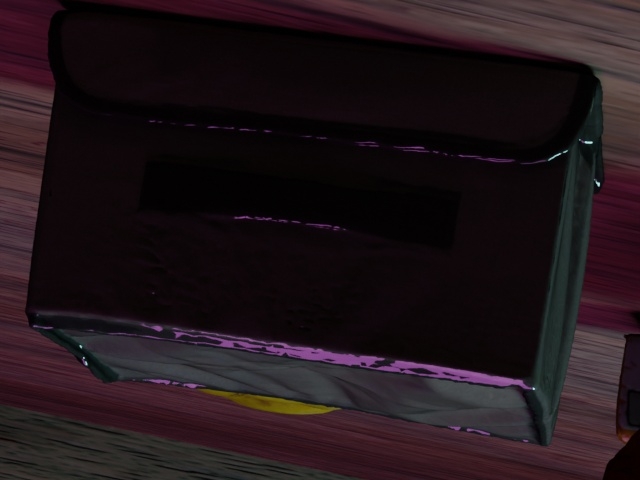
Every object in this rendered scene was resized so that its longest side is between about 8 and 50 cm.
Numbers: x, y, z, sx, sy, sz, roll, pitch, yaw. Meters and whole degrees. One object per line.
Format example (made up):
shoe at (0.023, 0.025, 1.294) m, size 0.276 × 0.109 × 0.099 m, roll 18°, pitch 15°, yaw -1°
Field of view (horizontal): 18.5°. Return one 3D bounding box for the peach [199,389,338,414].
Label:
peach at (-0.030, 0.071, 1.431) m, size 0.179 × 0.103 × 0.179 m, roll 14°, pitch 168°, yaw 3°

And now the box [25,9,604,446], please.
box at (0.000, 0.000, 0.942) m, size 0.252 × 0.153 × 0.188 m, roll 8°, pitch 169°, yaw 10°

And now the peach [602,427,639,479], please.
peach at (0.340, 0.177, 1.094) m, size 0.373 × 0.289 × 0.372 m, roll 28°, pitch 168°, yaw 7°

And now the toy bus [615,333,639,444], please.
toy bus at (0.401, 0.125, 1.302) m, size 0.409 × 0.092 × 0.093 m, roll 8°, pitch 170°, yaw 20°
